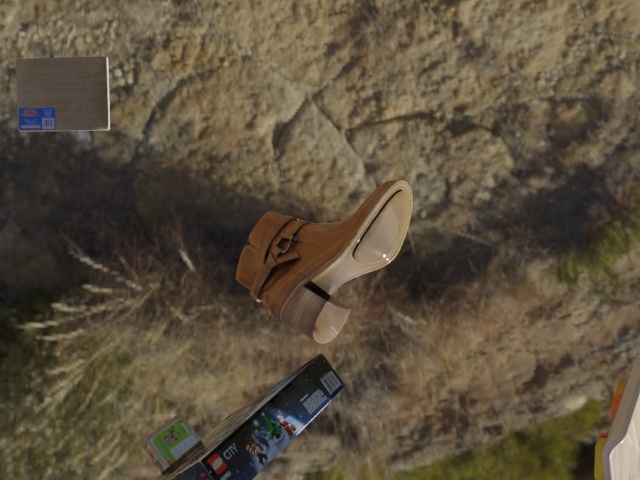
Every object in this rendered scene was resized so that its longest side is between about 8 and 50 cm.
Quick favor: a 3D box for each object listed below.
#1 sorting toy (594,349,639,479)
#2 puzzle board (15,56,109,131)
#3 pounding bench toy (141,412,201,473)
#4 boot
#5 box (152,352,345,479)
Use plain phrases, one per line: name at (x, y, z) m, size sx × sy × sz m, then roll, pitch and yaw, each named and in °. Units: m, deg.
sorting toy at (0.335, 0.249, 1.036) m, size 0.038 × 0.193 × 0.208 m, roll 4°, pitch 116°, yaw 28°
puzzle board at (-0.341, -0.194, 1.244) m, size 0.128 × 0.011 × 0.096 m, roll 0°, pitch 95°, yaw 9°
pounding bench toy at (-0.170, 0.262, 1.134) m, size 0.052 × 0.083 × 0.065 m, roll -34°, pitch 171°, yaw -24°
boot at (0.000, 0.000, 1.453) m, size 0.109 × 0.220 × 0.283 m, roll 25°, pitch 96°, yaw -46°
box at (-0.089, 0.203, 0.891) m, size 0.159 × 0.233 × 0.044 m, roll -37°, pitch 88°, yaw 30°
